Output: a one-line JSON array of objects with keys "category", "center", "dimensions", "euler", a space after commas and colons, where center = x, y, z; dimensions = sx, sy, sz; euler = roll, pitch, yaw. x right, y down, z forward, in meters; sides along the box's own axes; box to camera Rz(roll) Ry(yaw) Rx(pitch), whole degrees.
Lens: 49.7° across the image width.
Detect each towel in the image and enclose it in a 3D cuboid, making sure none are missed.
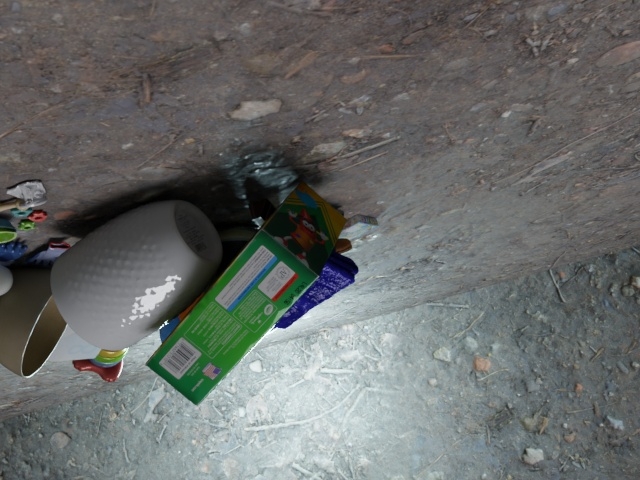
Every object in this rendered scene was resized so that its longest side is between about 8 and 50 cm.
[{"category": "towel", "center": [-0.067, 0.133, 1.891], "dimensions": [0.228, 0.076, 0.308], "euler": [23, 129, -40]}]

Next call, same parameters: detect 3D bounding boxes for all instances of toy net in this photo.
[{"category": "toy net", "center": [-0.614, -0.055, 1.437], "dimensions": [0.122, 0.045, 0.232], "euler": [3, 156, -43]}]

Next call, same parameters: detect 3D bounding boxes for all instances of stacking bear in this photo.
[{"category": "stacking bear", "center": [-0.746, 0.353, 2.437], "dimensions": [0.175, 0.164, 0.289], "euler": [25, 138, -12]}]

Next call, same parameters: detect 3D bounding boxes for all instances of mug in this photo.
[{"category": "mug", "center": [-0.383, 0.059, 1.635], "dimensions": [0.328, 0.276, 0.374], "euler": [-32, 171, 20]}]

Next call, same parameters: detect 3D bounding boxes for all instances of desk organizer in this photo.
[{"category": "desk organizer", "center": [-0.139, -0.064, 1.788], "dimensions": [0.050, 0.047, 0.130], "euler": [-19, 163, 7]}]

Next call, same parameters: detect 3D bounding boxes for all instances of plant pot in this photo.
[{"category": "plant pot", "center": [-0.773, 0.182, 1.762], "dimensions": [0.191, 0.284, 0.284], "euler": [23, 157, -3]}]

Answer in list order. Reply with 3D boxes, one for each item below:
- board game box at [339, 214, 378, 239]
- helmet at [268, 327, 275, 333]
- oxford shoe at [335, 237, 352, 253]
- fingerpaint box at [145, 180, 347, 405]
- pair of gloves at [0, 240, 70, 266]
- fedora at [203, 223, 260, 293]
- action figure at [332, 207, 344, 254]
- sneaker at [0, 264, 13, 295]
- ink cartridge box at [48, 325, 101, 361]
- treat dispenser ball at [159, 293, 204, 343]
[{"category": "board game box", "center": [0.086, -0.031, 2.101], "dimensions": [0.154, 0.026, 0.103], "euler": [-26, 159, 34]}, {"category": "helmet", "center": [-0.220, 0.276, 2.594], "dimensions": [0.169, 0.161, 0.169], "euler": [-13, 163, -4]}, {"category": "oxford shoe", "center": [0.000, 0.000, 2.034], "dimensions": [0.212, 0.076, 0.076], "euler": [1, -158, -23]}, {"category": "fingerpaint box", "center": [-0.157, 0.113, 1.608], "dimensions": [0.445, 0.163, 0.371], "euler": [-48, -175, 22]}, {"category": "pair of gloves", "center": [-0.709, 0.032, 1.672], "dimensions": [0.198, 0.023, 0.159], "euler": [4, 157, -36]}, {"category": "fedora", "center": [-0.262, 0.074, 1.943], "dimensions": [0.334, 0.152, 0.334], "euler": [-13, 163, -4]}, {"category": "action figure", "center": [-0.011, -0.017, 1.895], "dimensions": [0.164, 0.141, 0.275], "euler": [-7, 141, 3]}, {"category": "sneaker", "center": [-0.800, 0.062, 1.536], "dimensions": [0.123, 0.106, 0.290], "euler": [-24, 155, 27]}, {"category": "ink cartridge box", "center": [-0.792, 0.250, 2.039], "dimensions": [0.385, 0.091, 0.308], "euler": [1, 141, -46]}, {"category": "treat dispenser ball", "center": [-0.388, 0.291, 2.294], "dimensions": [0.288, 0.288, 0.288], "euler": [-13, 163, -4]}]
